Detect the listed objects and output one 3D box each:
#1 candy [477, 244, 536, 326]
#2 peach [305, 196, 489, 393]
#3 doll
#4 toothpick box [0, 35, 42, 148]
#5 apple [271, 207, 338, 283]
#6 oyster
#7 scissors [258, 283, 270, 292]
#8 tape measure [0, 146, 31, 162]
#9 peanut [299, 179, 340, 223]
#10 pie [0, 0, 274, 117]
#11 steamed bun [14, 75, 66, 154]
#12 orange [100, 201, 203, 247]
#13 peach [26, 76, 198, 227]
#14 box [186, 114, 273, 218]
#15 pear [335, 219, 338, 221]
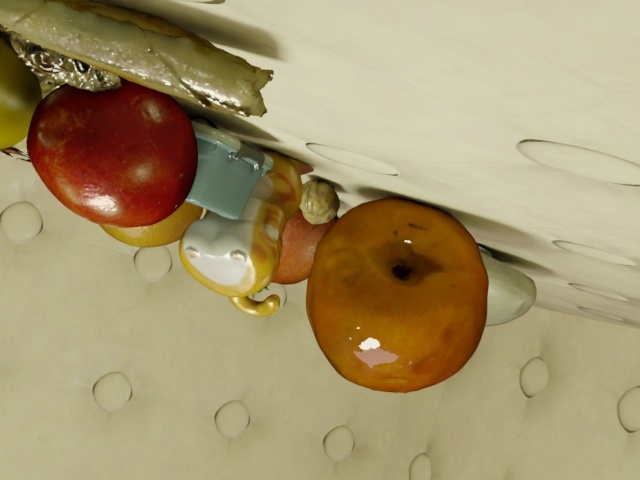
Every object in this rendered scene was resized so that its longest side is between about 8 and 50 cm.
[{"bbox_3d":[0.293,0.092,2.262,0.386,0.186,0.427,24,169,-34],"label":"candy"},{"bbox_3d":[0.134,0.099,1.760,0.342,0.343,0.302,16,155,12],"label":"peach"},{"bbox_3d":[-0.119,-0.034,1.601,0.166,0.270,0.162,8,154,17],"label":"doll"},{"bbox_3d":[-0.465,-0.199,1.282,0.175,0.175,0.271,17,180,4],"label":"toothpick box"},{"bbox_3d":[-0.098,-0.021,2.066,0.251,0.206,0.272,19,178,10],"label":"apple"},{"bbox_3d":[-0.318,-0.224,1.179,0.177,0.056,0.105,24,166,-31],"label":"oyster"},{"bbox_3d":[-0.140,0.084,2.082,0.101,0.027,0.204,34,-178,17],"label":"scissors"},{"bbox_3d":[-0.522,-0.205,1.739,0.222,0.135,0.202,16,175,-27],"label":"tape measure"},{"bbox_3d":[-0.005,-0.070,1.844,0.080,0.080,0.174,16,177,9],"label":"peanut"},{"bbox_3d":[-0.182,-0.185,0.944,0.282,0.068,0.128,17,-172,1],"label":"pie"},{"bbox_3d":[-0.408,-0.204,1.500,0.177,0.106,0.192,-1,155,30],"label":"steamed bun"},{"bbox_3d":[-0.341,-0.095,1.938,0.236,0.236,0.236,17,177,1],"label":"orange"},{"bbox_3d":[-0.279,-0.126,1.311,0.243,0.200,0.243,32,180,0],"label":"peach"},{"bbox_3d":[-0.200,-0.125,1.489,0.227,0.130,0.162,19,178,30],"label":"box"},{"bbox_3d":[0.000,-0.004,2.537,0.239,0.139,0.288,32,-172,28],"label":"pear"}]
